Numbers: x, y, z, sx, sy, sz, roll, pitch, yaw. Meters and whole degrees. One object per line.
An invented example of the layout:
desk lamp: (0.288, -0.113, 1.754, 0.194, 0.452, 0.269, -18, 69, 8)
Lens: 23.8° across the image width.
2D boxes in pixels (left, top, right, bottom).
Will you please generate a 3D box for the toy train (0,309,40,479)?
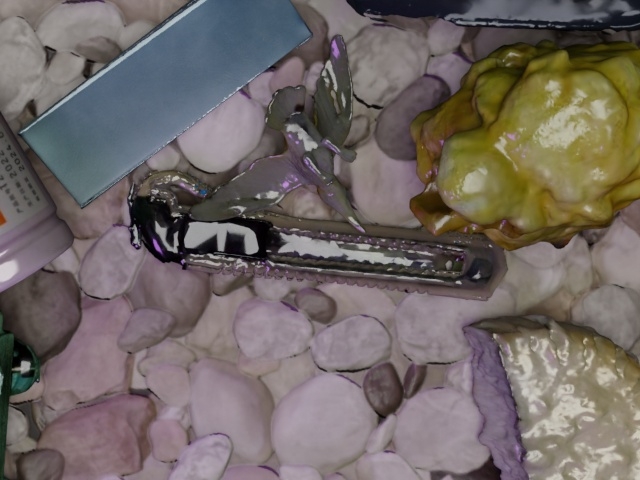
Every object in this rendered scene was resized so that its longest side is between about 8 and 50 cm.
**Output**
toy train: (-0.346, 0.177, 1.376, 0.159, 0.101, 0.248, 7, 96, 8)

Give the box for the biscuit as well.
biscuit: (0.248, 0.189, 1.447, 0.179, 0.084, 0.281, -21, 98, -4)

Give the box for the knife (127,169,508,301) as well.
knife: (0.001, 0.001, 1.415, 0.365, 0.043, 0.089, 9, 95, -8)

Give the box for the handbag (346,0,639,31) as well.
handbag: (0.169, -0.343, 1.294, 0.303, 0.122, 0.329, 1, 123, -7)

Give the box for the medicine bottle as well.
medicine bottle: (-0.329, -0.073, 1.321, 0.133, 0.133, 0.250, -28, 99, -3)

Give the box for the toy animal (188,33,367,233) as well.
toy animal: (-0.005, -0.063, 1.363, 0.219, 0.095, 0.155, -43, 95, -13)

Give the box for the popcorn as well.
popcorn: (0.197, -0.076, 1.339, 0.266, 0.233, 0.192, -30, 107, -29)

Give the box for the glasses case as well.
glasses case: (-0.143, -0.150, 1.381, 0.266, 0.056, 0.105, -37, 124, -1)
